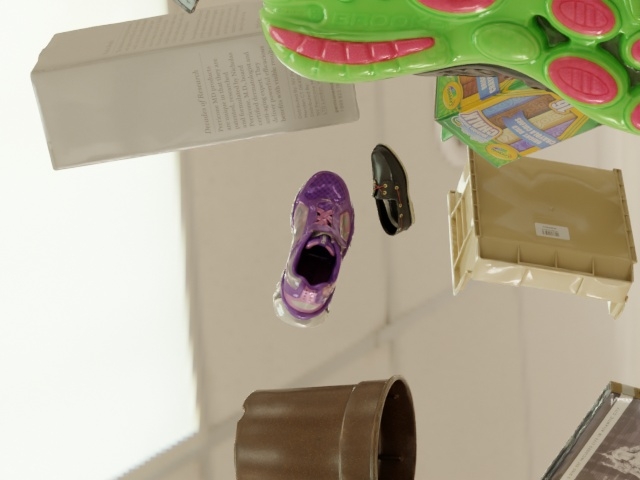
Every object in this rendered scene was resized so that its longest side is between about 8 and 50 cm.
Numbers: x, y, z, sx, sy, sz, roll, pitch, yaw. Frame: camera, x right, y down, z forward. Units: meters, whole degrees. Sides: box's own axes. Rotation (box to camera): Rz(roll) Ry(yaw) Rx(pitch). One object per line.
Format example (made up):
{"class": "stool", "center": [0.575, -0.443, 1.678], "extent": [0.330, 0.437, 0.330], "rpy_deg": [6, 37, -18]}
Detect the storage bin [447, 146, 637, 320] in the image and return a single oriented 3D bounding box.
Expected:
{"class": "storage bin", "center": [0.346, -0.009, 2.586], "extent": [0.260, 0.262, 0.123], "rpy_deg": [-88, 11, -47]}

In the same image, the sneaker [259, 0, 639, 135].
{"class": "sneaker", "center": [0.191, -0.218, 1.506], "extent": [0.202, 0.483, 0.185], "rpy_deg": [-56, -25, -64]}

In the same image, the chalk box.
{"class": "chalk box", "center": [0.224, -0.187, 1.998], "extent": [0.132, 0.213, 0.132], "rpy_deg": [33, -132, -39]}

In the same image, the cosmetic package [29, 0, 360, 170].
{"class": "cosmetic package", "center": [-0.178, -0.243, 2.435], "extent": [0.230, 0.453, 0.161], "rpy_deg": [-89, -10, -69]}

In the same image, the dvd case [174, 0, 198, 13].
{"class": "dvd case", "center": [-0.185, -0.376, 2.226], "extent": [0.013, 0.087, 0.119], "rpy_deg": [-42, -10, -45]}

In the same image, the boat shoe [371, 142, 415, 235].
{"class": "boat shoe", "center": [0.094, -0.069, 2.257], "extent": [0.042, 0.049, 0.133], "rpy_deg": [-34, -60, -36]}

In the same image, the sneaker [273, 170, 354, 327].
{"class": "sneaker", "center": [0.000, 0.000, 2.285], "extent": [0.104, 0.095, 0.236], "rpy_deg": [109, 174, -62]}

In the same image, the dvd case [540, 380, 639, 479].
{"class": "dvd case", "center": [0.338, 0.209, 1.530], "extent": [0.164, 0.221, 0.018], "rpy_deg": [114, 167, -45]}

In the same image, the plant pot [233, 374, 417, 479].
{"class": "plant pot", "center": [0.004, 0.225, 1.760], "extent": [0.167, 0.165, 0.167], "rpy_deg": [0, -90, -73]}
